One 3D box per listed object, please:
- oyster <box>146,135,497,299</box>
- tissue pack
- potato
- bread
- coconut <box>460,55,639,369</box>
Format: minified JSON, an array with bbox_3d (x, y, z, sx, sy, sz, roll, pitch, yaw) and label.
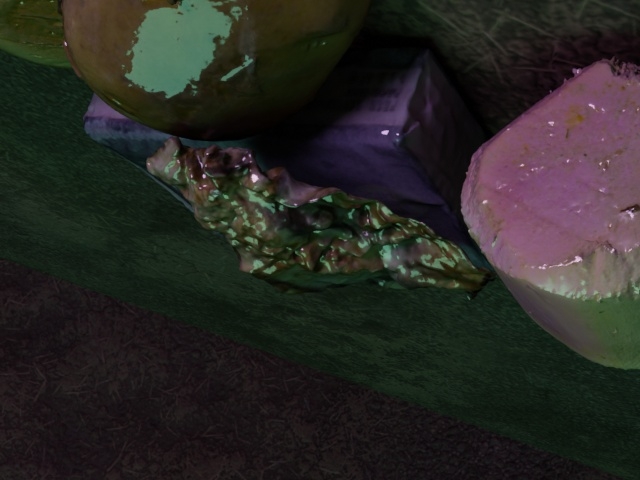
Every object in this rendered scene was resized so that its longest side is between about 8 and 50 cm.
[{"bbox_3d":[-0.002,0.002,0.916,0.355,0.107,0.201,25,173,-23],"label":"oyster"},{"bbox_3d":[-0.017,-0.090,1.089,0.394,0.124,0.288,8,158,32],"label":"tissue pack"},{"bbox_3d":[-0.085,-0.158,0.823,0.299,0.115,0.239,-25,150,38],"label":"potato"},{"bbox_3d":[-0.215,-0.229,0.896,0.213,0.104,0.213,-3,157,-1],"label":"bread"},{"bbox_3d":[0.255,-0.016,0.858,0.233,0.233,0.245,8,162,33],"label":"coconut"}]
